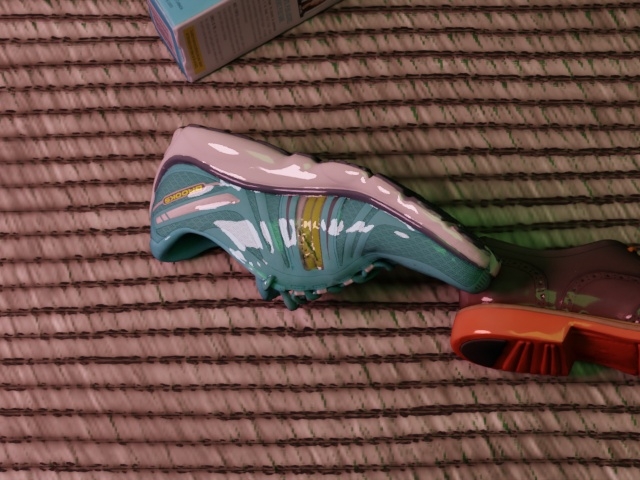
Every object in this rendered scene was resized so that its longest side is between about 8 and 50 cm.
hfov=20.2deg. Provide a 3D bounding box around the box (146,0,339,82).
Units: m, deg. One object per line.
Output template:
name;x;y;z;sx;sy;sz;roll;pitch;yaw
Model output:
box;-0.014;-0.220;1.365;0.244;0.100;0.060;-30;72;-7

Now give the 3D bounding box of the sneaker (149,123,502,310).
sneaker;0.000;0.000;1.288;0.275;0.107;0.110;14;82;26

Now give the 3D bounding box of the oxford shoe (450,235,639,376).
oxford shoe;0.232;0.045;1.267;0.271;0.097;0.098;6;66;5
